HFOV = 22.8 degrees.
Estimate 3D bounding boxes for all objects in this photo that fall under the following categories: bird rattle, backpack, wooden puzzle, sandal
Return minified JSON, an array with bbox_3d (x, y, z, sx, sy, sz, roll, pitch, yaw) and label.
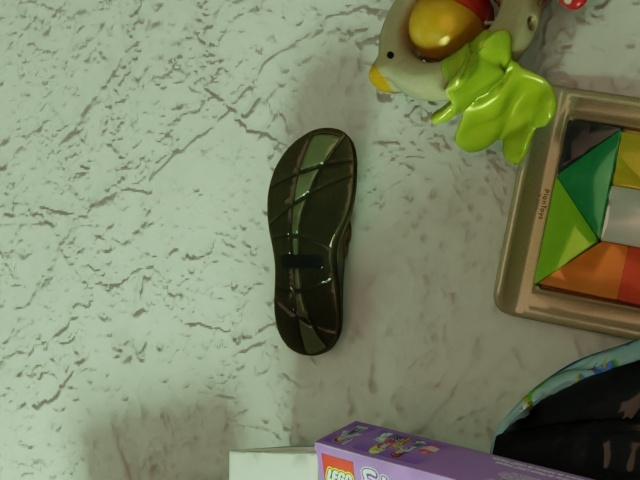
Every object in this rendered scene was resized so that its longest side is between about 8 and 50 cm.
[{"bbox_3d":[0.145,-0.210,1.462,0.207,0.143,0.253,8,74,39],"label":"bird rattle"},{"bbox_3d":[0.314,0.199,1.324,0.355,0.273,0.290,-17,92,1],"label":"backpack"},{"bbox_3d":[0.291,-0.021,1.445,0.238,0.044,0.221,11,87,18],"label":"wooden puzzle"},{"bbox_3d":[0.000,0.000,1.530,0.090,0.060,0.219,3,100,23],"label":"sandal"}]

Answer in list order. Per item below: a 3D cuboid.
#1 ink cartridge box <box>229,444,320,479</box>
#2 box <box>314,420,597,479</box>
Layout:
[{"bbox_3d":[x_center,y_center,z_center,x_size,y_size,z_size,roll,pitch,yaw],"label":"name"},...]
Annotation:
[{"bbox_3d":[-0.017,0.295,1.447,0.092,0.160,0.219,-2,83,19],"label":"ink cartridge box"},{"bbox_3d":[0.127,0.272,1.289,0.293,0.057,0.201,8,112,45],"label":"box"}]
